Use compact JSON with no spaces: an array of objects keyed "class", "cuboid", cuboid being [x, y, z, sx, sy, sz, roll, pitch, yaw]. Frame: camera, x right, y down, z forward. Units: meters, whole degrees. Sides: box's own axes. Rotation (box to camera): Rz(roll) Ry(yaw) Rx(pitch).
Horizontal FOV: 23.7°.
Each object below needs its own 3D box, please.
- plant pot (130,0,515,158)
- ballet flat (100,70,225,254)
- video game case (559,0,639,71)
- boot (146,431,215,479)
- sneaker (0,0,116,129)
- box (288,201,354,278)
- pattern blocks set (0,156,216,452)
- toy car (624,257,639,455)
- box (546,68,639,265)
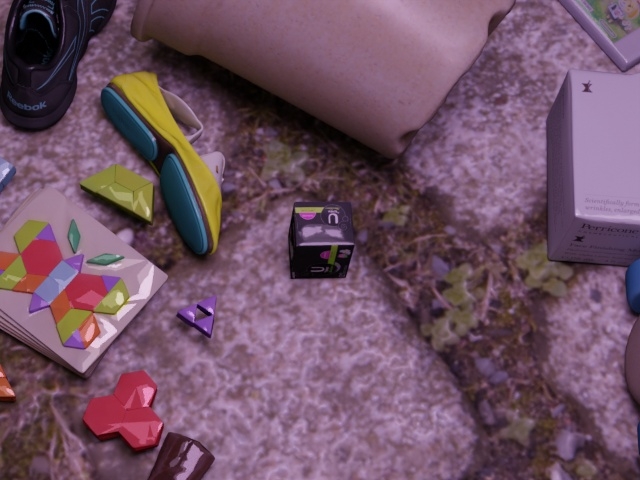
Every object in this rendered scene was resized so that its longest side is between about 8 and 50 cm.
[{"class":"plant pot","cuboid":[0.021,-0.257,1.599,0.305,0.334,0.334,37,66,-1]},{"class":"ballet flat","cuboid":[-0.148,-0.091,1.618,0.077,0.077,0.231,-23,67,-29]},{"class":"video game case","cuboid":[0.363,-0.323,1.802,0.193,0.023,0.212,-32,72,-19]},{"class":"boot","cuboid":[-0.125,0.248,1.480,0.106,0.037,0.114,27,61,9]},{"class":"sneaker","cuboid":[-0.282,-0.251,1.659,0.101,0.106,0.267,9,63,0]},{"class":"box","cuboid":[0.000,0.000,1.581,0.062,0.083,0.052,-1,65,-6]},{"class":"pattern blocks set","cuboid":[-0.263,0.044,1.552,0.325,0.026,0.285,21,69,8]},{"class":"toy car","cuboid":[0.447,0.110,1.524,0.238,0.210,0.219,12,55,-14]},{"class":"box","cuboid":[0.341,-0.073,1.630,0.181,0.119,0.181,5,65,-3]}]
